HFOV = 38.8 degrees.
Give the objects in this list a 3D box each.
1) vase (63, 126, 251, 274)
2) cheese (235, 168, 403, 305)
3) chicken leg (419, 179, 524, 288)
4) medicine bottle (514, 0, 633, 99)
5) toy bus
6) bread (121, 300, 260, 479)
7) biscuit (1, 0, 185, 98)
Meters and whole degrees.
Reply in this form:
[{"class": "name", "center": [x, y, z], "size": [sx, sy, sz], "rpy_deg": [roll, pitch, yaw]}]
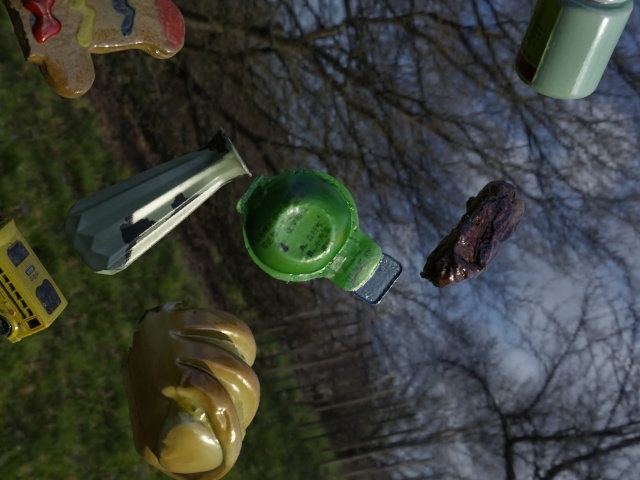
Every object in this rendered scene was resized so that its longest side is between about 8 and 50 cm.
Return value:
[{"class": "vase", "center": [-0.316, -0.080, 1.776], "size": [0.165, 0.360, 0.165], "rpy_deg": [58, -2, 3]}, {"class": "cheese", "center": [0.000, 0.000, 1.569], "size": [0.320, 0.204, 0.083], "rpy_deg": [34, 9, -22]}, {"class": "chicken leg", "center": [0.234, -0.013, 1.386], "size": [0.083, 0.322, 0.177], "rpy_deg": [46, -46, -2]}, {"class": "medicine bottle", "center": [0.395, -0.340, 1.395], "size": [0.225, 0.139, 0.139], "rpy_deg": [104, -22, -43]}, {"class": "toy bus", "center": [-0.734, 0.060, 2.091], "size": [0.331, 0.151, 0.145], "rpy_deg": [62, 26, -21]}, {"class": "bread", "center": [-0.209, 0.266, 1.561], "size": [0.315, 0.211, 0.270], "rpy_deg": [115, -36, -47]}, {"class": "biscuit", "center": [-0.502, -0.527, 2.048], "size": [0.076, 0.394, 0.368], "rpy_deg": [-2, -75, 58]}]
